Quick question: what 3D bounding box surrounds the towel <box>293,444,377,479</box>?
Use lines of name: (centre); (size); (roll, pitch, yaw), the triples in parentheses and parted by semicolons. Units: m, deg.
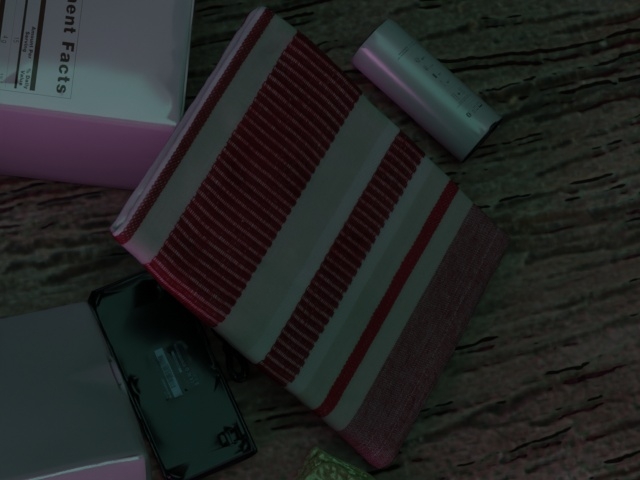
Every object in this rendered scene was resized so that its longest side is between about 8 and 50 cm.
towel: (0.005, 0.252, 1.489); (0.110, 0.027, 0.148); (32, 69, 0)

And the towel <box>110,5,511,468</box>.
towel: (0.000, 0.000, 1.476); (0.329, 0.037, 0.237); (43, 66, -30)

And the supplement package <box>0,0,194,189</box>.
supplement package: (-0.256, -0.160, 1.488); (0.293, 0.177, 0.175); (7, 73, -9)

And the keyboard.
keyboard: (-0.111, 0.105, 1.517); (0.108, 0.023, 0.180); (-23, 79, -9)

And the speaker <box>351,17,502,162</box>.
speaker: (0.093, -0.133, 1.609); (0.136, 0.055, 0.055); (42, 71, 4)

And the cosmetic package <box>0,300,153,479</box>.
cosmetic package: (-0.323, 0.192, 1.333); (0.385, 0.156, 0.217); (-9, 33, -13)
